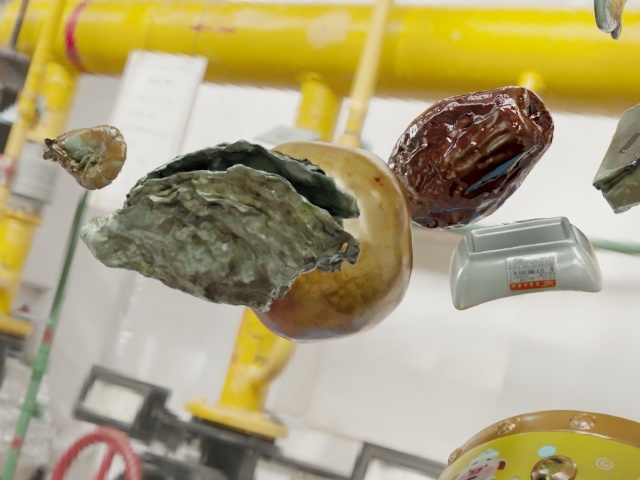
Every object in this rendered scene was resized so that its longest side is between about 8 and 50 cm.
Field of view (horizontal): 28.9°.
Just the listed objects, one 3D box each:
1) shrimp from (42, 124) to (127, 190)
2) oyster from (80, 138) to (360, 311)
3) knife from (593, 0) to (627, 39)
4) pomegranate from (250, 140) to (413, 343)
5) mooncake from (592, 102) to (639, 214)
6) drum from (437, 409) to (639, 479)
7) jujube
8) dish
[{"bbox_3d":[-0.331,-0.119,1.710,0.184,0.091,0.043,12,-1,42],"label":"shrimp"},{"bbox_3d":[-0.089,-0.005,1.188,0.198,0.112,0.267,38,-39,-29],"label":"oyster"},{"bbox_3d":[0.368,-0.426,1.429,0.038,0.399,0.132,8,-8,23],"label":"knife"},{"bbox_3d":[0.000,0.000,1.552,0.229,0.252,0.270,-10,-5,-2],"label":"pomegranate"},{"bbox_3d":[0.646,-0.166,2.268,0.250,0.254,0.136,-18,-58,46],"label":"mooncake"},{"bbox_3d":[0.262,0.394,1.238,0.431,0.431,0.214,12,37,26],"label":"drum"},{"bbox_3d":[0.231,-0.128,1.936,0.197,0.197,0.290,20,-40,-37],"label":"jujube"},{"bbox_3d":[0.286,0.024,1.770,0.212,0.077,0.151,-8,22,7],"label":"dish"}]
